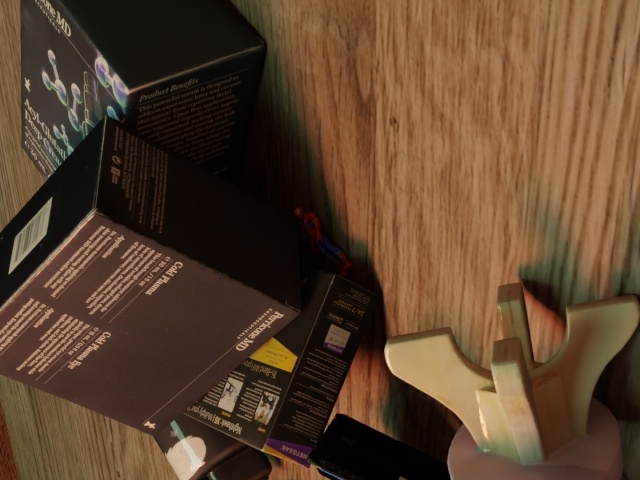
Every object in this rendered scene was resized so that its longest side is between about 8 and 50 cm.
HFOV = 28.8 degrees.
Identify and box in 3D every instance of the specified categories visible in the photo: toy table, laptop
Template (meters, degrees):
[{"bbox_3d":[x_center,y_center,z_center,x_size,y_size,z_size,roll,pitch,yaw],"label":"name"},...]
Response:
[{"bbox_3d":[0.203,0.153,1.242,0.274,0.252,0.161,-102,-2,-77],"label":"toy table"},{"bbox_3d":[0.094,0.327,1.542,0.234,0.264,0.137,25,105,7],"label":"laptop"}]

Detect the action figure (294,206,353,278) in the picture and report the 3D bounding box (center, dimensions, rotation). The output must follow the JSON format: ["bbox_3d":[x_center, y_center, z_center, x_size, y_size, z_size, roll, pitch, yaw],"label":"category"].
[{"bbox_3d":[0.000,0.000,1.668,0.115,0.030,0.038,56,155,22],"label":"action figure"}]

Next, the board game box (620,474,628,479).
[{"bbox_3d":[0.250,0.365,1.217,0.319,0.318,0.066,48,136,30],"label":"board game box"}]

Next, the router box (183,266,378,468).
[{"bbox_3d":[-0.075,0.153,1.701,0.309,0.081,0.243,10,75,59],"label":"router box"}]

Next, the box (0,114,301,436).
[{"bbox_3d":[-0.251,0.060,1.650,0.343,0.312,0.179,-41,35,32],"label":"box"}]

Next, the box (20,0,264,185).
[{"bbox_3d":[-0.267,-0.199,1.773,0.293,0.212,0.395,51,148,26],"label":"box"}]

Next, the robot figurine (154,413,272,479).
[{"bbox_3d":[-0.190,0.300,2.075,0.209,0.173,0.278,-46,69,28],"label":"robot figurine"}]
